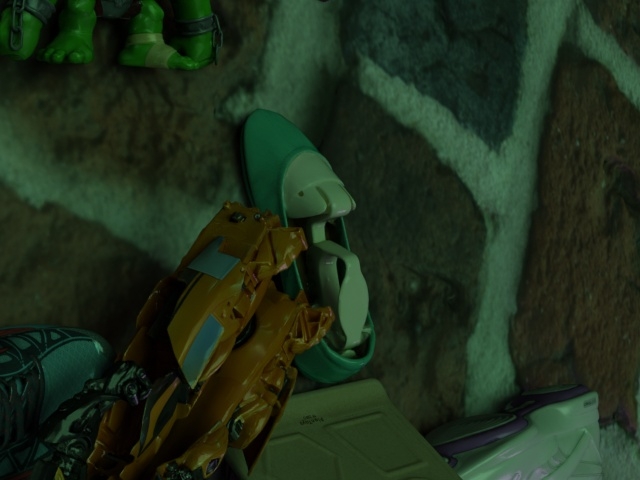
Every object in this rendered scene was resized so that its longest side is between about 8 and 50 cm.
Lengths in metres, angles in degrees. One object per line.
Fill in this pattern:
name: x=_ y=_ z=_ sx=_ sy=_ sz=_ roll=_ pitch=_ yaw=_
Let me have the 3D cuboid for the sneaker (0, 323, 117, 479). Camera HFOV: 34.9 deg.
sneaker: x=-0.219 y=0.120 z=0.621 sx=0.262 sy=0.125 sz=0.104 roll=-20 pitch=97 yaw=-43

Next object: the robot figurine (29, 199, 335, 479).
robot figurine: x=-0.093 y=0.126 z=0.717 sx=0.291 sy=0.085 sz=0.211 roll=-62 pitch=151 yaw=-28

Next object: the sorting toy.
sorting toy: x=0.035 y=0.209 z=0.832 sx=0.193 sy=0.038 sz=0.208 roll=-6 pitch=43 yaw=-40

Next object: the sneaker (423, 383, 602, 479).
sneaker: x=0.194 y=0.237 z=0.997 sx=0.305 sy=0.114 sz=0.152 roll=-9 pitch=88 yaw=-44

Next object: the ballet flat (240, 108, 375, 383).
ballet flat: x=0.000 y=0.000 z=0.874 sx=0.083 sy=0.087 sz=0.247 roll=-15 pitch=93 yaw=-43

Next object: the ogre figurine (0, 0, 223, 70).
ogre figurine: x=-0.154 y=-0.190 z=0.763 sx=0.197 sy=0.097 sz=0.118 roll=-2 pitch=103 yaw=-28
